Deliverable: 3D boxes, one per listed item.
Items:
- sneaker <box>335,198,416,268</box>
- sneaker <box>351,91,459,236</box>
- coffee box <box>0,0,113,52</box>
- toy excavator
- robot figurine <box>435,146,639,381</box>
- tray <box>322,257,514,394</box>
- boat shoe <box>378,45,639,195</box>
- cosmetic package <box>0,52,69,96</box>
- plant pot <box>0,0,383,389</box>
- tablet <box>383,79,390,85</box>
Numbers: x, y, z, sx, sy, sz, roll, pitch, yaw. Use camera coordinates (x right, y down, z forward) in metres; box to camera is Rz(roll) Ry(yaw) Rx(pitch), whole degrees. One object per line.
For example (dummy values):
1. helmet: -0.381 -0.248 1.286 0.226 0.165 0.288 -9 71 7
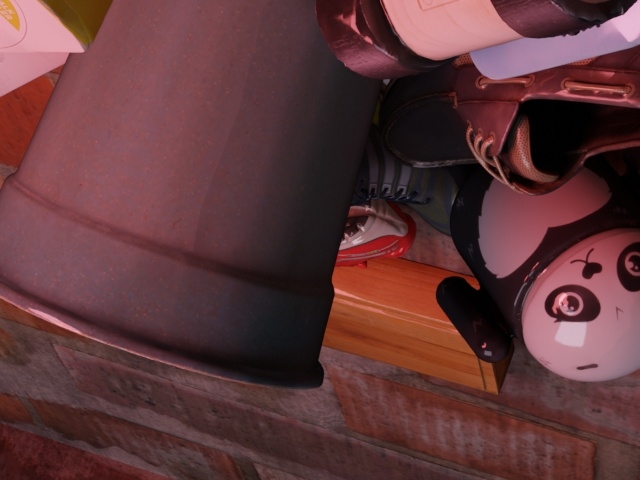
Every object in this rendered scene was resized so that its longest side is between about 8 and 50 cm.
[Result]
1. sneaker: 0.000 0.000 2.165 0.118 0.107 0.279 25 163 -35
2. sneaker: 0.047 -0.075 1.908 0.300 0.121 0.111 35 155 -31
3. coffee box: -0.302 -0.354 1.275 0.334 0.338 0.338 4 152 37
4. toy excavator: 0.226 -0.221 1.301 0.222 0.445 0.433 -10 101 55
5. robot figurine: 0.228 0.006 1.769 0.173 0.278 0.209 1 130 -32
6. tray: 0.030 0.077 2.352 0.411 0.076 0.203 15 158 18
7. boat shoe: 0.176 -0.116 1.625 0.132 0.130 0.355 34 147 -30
8. cosmetic package: -0.372 -0.246 1.799 0.224 0.138 0.224 -22 135 35
9. plant pot: -0.101 -0.084 1.641 0.341 0.334 0.341 20 -174 -2
10. tablet: 0.084 -0.166 1.815 0.083 0.006 0.054 2 151 39
